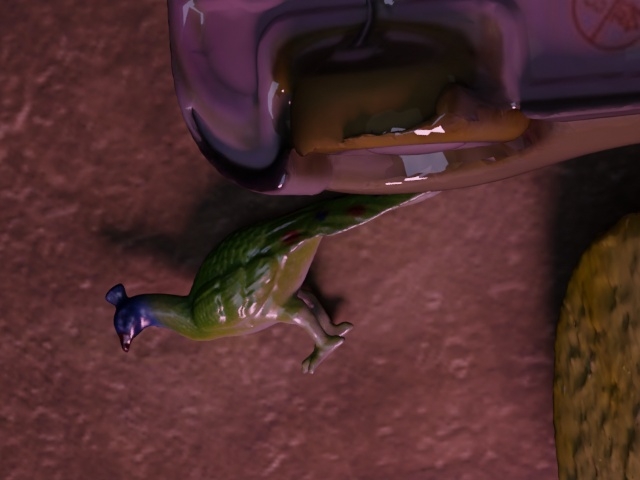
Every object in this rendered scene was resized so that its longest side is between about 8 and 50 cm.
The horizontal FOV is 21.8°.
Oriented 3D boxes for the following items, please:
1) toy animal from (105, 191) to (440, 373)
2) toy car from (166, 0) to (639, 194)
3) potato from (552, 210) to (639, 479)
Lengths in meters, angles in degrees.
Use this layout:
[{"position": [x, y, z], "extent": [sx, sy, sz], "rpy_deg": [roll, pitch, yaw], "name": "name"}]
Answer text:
[{"position": [0.006, 0.015, 0.780], "extent": [0.217, 0.041, 0.075], "rpy_deg": [-23, 101, 15], "name": "toy animal"}, {"position": [0.124, -0.147, 0.619], "extent": [0.336, 0.226, 0.242], "rpy_deg": [-4, 91, 31], "name": "toy car"}, {"position": [0.264, 0.065, 0.669], "extent": [0.280, 0.212, 0.330], "rpy_deg": [-6, 133, -10], "name": "potato"}]
